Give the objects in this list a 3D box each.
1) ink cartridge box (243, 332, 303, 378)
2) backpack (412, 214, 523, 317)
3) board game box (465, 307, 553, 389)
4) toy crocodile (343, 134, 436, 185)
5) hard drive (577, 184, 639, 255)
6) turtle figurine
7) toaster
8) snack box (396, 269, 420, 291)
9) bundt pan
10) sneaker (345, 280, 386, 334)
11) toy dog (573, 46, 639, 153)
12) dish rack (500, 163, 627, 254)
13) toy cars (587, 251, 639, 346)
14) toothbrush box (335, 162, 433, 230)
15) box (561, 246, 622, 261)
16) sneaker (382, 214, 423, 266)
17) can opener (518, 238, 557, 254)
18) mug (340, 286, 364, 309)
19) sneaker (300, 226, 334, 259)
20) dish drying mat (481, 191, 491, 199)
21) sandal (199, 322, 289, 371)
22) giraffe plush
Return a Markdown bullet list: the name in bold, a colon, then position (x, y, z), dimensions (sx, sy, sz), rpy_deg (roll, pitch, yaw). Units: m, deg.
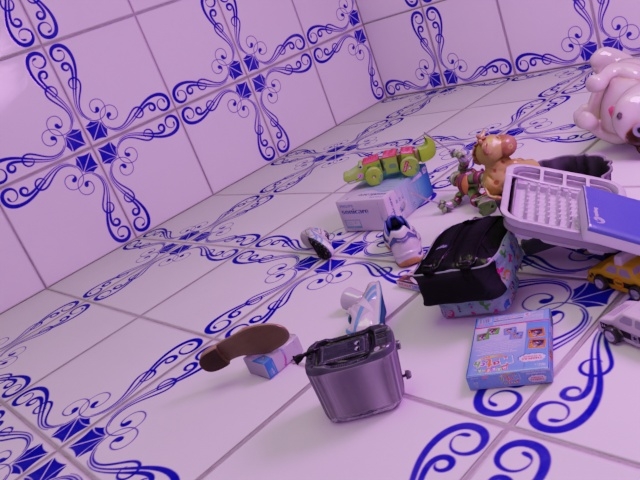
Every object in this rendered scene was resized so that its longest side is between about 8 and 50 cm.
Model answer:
- **ink cartridge box**: position (-0.117, 0.285, 1.660), dimensions (0.122, 0.052, 0.089), rpy_deg (-38, 25, -33)
- **backpack**: position (0.362, 0.055, 1.567), dimensions (0.225, 0.191, 0.253), rpy_deg (-12, 30, 36)
- **board game box**: position (0.388, 0.217, 1.345), dimensions (0.160, 0.039, 0.211), rpy_deg (-12, 21, 25)
- **toy crocodile**: position (0.239, -0.273, 2.319), dimensions (0.341, 0.105, 0.115), rpy_deg (-14, 22, 14)
- **hard drive**: position (0.710, -0.018, 1.388), dimensions (0.319, 0.040, 0.210), rpy_deg (17, 32, 9)
- **turtle figurine**: position (0.436, -0.181, 2.128), dimensions (0.197, 0.275, 0.266), rpy_deg (-57, 27, 2)
- **toaster**: position (0.067, 0.276, 1.355), dimensions (0.227, 0.146, 0.129), rpy_deg (-18, 19, 8)
- **snack box**: position (0.282, 0.112, 1.755), dimensions (0.064, 0.022, 0.178), rpy_deg (-30, 21, -27)
- **bundt pan**: position (0.652, -0.122, 1.847), dimensions (0.331, 0.124, 0.331), rpy_deg (-18, 19, 7)
- **sneaker**: position (0.115, 0.173, 1.657), dimensions (0.092, 0.087, 0.228), rpy_deg (-9, 24, 13)
- **toy dog**: position (1.013, -0.411, 2.109), dimensions (0.396, 0.284, 0.408), rpy_deg (20, 26, 4)
- **dish rack**: position (0.565, -0.071, 1.553), dimensions (0.286, 0.072, 0.333), rpy_deg (13, 30, 12)
- **toy cars**: position (0.634, 0.103, 1.323), dimensions (0.177, 0.087, 0.393), rpy_deg (-14, 21, 21)
- **toothbrush box**: position (0.231, -0.154, 2.356), dimensions (0.216, 0.126, 0.295), rpy_deg (-1, 27, 41)
- **box**: position (0.708, -0.002, 1.579), dimensions (0.225, 0.036, 0.136), rpy_deg (-21, 12, -2)
- **sneaker**: position (0.243, -0.031, 2.017), dimensions (0.112, 0.130, 0.296), rpy_deg (-23, 18, 1)
- **can opener**: position (0.534, -0.006, 1.685), dimensions (0.281, 0.093, 0.074), rpy_deg (-17, 6, 31)
- **mug**: position (0.101, 0.156, 1.773), dimensions (0.064, 0.062, 0.078), rpy_deg (10, 42, 42)
- **sneaker**: position (0.000, 0.000, 2.247), dimensions (0.086, 0.085, 0.237), rpy_deg (-30, 22, -10)
- **dish drying mat**: position (0.561, -0.149, 2.183), dimensions (0.032, 0.008, 0.083), rpy_deg (-22, 19, -6)
- **sandal**: position (-0.190, 0.242, 1.640), dimensions (0.240, 0.088, 0.079), rpy_deg (-25, 26, 10)
- **giraffe plush**: position (0.493, -0.223, 1.837), dimensions (0.210, 0.170, 0.181), rpy_deg (-25, 20, -10)
